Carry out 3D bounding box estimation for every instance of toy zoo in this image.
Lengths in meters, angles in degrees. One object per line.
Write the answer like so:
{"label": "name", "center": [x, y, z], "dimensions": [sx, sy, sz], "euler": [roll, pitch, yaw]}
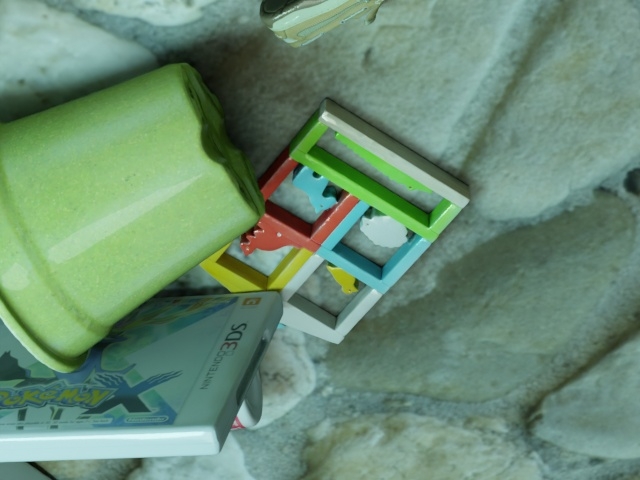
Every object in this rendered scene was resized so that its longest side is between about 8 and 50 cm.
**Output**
{"label": "toy zoo", "center": [0.000, 0.000, 1.665], "dimensions": [0.192, 0.030, 0.293], "euler": [31, 121, -18]}

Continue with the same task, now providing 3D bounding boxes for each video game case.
{"label": "video game case", "center": [-0.228, 0.138, 1.590], "dimensions": [0.329, 0.300, 0.036], "euler": [-4, 113, 13]}

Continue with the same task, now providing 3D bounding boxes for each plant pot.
{"label": "plant pot", "center": [-0.205, -0.046, 1.526], "dimensions": [0.254, 0.276, 0.276], "euler": [-28, 120, 7]}

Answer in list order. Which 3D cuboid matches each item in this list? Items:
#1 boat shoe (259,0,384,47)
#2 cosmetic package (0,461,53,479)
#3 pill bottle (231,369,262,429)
{"label": "boat shoe", "center": [0.036, -0.243, 1.478], "dimensions": [0.190, 0.068, 0.072], "euler": [-19, 135, 27]}
{"label": "cosmetic package", "center": [-0.466, 0.324, 1.796], "dimensions": [0.155, 0.197, 0.365], "euler": [-35, 125, 22]}
{"label": "pill bottle", "center": [-0.166, 0.176, 1.752], "dimensions": [0.180, 0.108, 0.108], "euler": [-11, 124, 11]}
